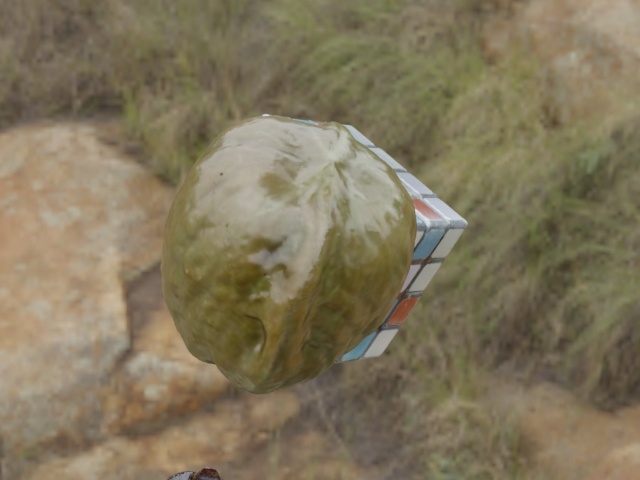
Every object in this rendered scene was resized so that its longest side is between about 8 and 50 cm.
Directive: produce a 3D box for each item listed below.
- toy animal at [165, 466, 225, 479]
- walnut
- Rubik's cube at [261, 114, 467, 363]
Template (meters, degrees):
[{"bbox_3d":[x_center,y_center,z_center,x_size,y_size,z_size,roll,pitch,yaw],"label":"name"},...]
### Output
[{"bbox_3d":[-0.164,0.307,1.753,0.105,0.202,0.070,-1,63,-33],"label":"toy animal"},{"bbox_3d":[-0.037,0.017,1.398,0.227,0.283,0.283,19,30,-7],"label":"walnut"},{"bbox_3d":[0.000,0.001,2.063,0.259,0.256,0.253,43,22,23],"label":"Rubik's cube"}]
